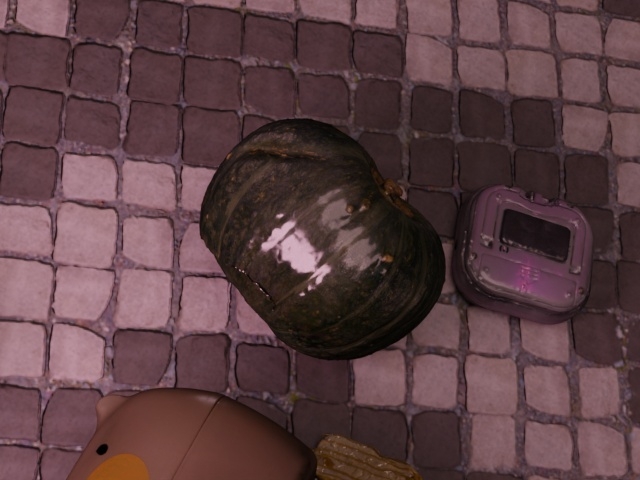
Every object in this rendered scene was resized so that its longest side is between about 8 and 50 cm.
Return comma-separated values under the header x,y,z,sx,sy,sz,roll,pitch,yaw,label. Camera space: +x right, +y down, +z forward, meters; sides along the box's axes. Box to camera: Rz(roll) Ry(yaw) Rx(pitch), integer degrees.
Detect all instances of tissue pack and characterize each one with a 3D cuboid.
x,y,z,sx,sy,sz,roll,pitch,yaw,label
-0.194,0.372,1.691,0.276,0.267,0.387,23,62,11,tissue pack

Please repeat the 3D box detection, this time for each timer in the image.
x,y,z,sx,sy,sz,roll,pitch,yaw,label
0.296,0.017,2.071,0.208,0.069,0.191,14,65,-10,timer

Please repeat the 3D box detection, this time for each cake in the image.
x,y,z,sx,sy,sz,roll,pitch,yaw,label
0.075,0.329,1.915,0.184,0.116,0.080,11,59,22,cake

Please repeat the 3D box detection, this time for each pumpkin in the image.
x,y,z,sx,sy,sz,roll,pitch,yaw,label
0.000,0.000,1.875,0.257,0.291,0.328,-40,69,10,pumpkin
